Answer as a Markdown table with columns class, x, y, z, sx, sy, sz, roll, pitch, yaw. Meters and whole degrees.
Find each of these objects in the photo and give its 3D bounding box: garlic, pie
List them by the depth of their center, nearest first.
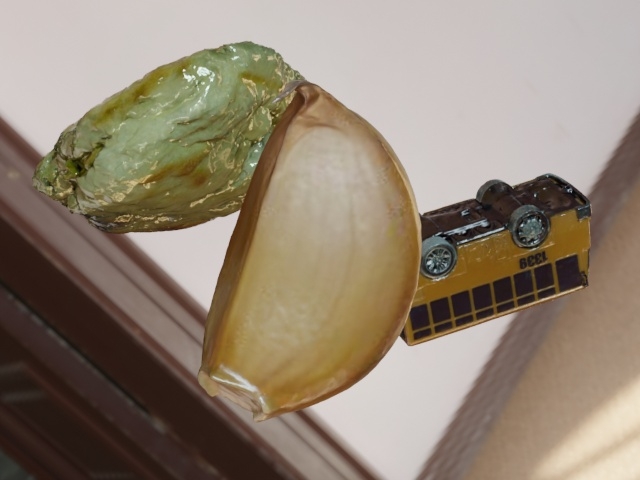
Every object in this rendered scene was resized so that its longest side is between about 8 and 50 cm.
| class | x | y | z | sx | sy | sz | roll | pitch | yaw |
| --- | --- | --- | --- | --- | --- | --- | --- | --- | --- |
| garlic | -0.007 | -0.003 | 0.830 | 0.115 | 0.128 | 0.206 | -137 | 54 | -60 |
| pie | -0.098 | -0.057 | 0.969 | 0.201 | 0.090 | 0.248 | -24 | -8 | 8 |

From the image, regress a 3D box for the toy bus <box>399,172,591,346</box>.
| class | x | y | z | sx | sy | sz | roll | pitch | yaw |
| --- | --- | --- | --- | --- | --- | --- | --- | --- | --- |
| toy bus | 0.152 | 0.017 | 1.298 | 0.201 | 0.114 | 0.098 | -17 | 26 | -11 |
